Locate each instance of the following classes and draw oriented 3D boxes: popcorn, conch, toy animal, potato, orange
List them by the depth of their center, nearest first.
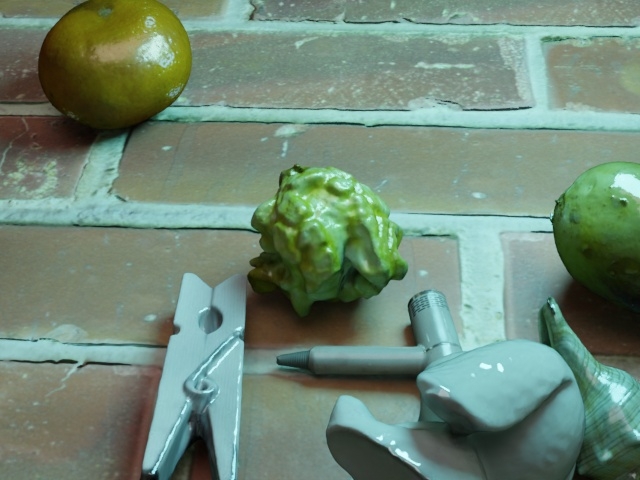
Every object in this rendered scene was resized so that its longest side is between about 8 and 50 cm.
[{"bbox_3d":[0.159,0.213,0.970,0.206,0.272,0.265,10,30,43],"label":"toy animal"},{"bbox_3d":[0.302,0.191,1.079,0.114,0.137,0.234,2,46,-35],"label":"conch"},{"bbox_3d":[0.428,0.010,1.180,0.307,0.210,0.173,15,66,28],"label":"potato"},{"bbox_3d":[0.001,0.001,1.231,0.187,0.185,0.167,1,60,-31],"label":"popcorn"},{"bbox_3d":[-0.314,-0.272,1.525,0.240,0.171,0.240,-3,48,3],"label":"orange"}]

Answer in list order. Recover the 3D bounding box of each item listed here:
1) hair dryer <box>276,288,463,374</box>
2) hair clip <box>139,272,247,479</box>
[{"bbox_3d":[0.062,0.156,1.157,0.220,0.054,0.195,-8,45,-5],"label":"hair dryer"},{"bbox_3d":[-0.136,0.167,1.130,0.101,0.085,0.331,0,38,-1],"label":"hair clip"}]
